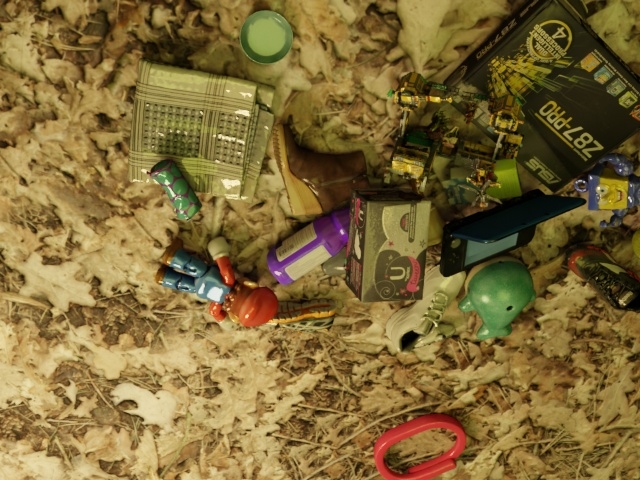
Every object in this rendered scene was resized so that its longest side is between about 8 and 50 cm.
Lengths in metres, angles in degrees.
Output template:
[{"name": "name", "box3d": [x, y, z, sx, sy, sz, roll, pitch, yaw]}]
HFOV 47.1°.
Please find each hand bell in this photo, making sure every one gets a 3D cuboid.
[{"name": "hand bell", "box3d": [0.243, -0.117, 1.827, 0.126, 0.126, 0.242, -17, 105, 4]}]

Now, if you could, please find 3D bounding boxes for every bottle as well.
[{"name": "bottle", "box3d": [0.000, 0.000, 1.842, 0.283, 0.118, 0.092, -33, 113, 10]}]

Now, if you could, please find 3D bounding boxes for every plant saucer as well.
[{"name": "plant saucer", "box3d": [-0.122, -0.457, 1.646, 0.119, 0.021, 0.119, -2, 118, -4]}]

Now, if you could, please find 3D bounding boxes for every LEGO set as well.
[{"name": "LEGO set", "box3d": [0.283, -0.213, 1.640, 0.331, 0.192, 0.255, 20, 140, 3]}]

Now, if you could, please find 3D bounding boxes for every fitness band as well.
[{"name": "fitness band", "box3d": [0.306, 0.636, 2.243, 0.291, 0.054, 0.209, -25, 114, 7]}]

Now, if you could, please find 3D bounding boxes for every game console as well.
[{"name": "game console", "box3d": [0.458, -0.002, 1.773, 0.293, 0.173, 0.250, -20, 135, -18]}]

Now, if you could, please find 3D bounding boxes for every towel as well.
[{"name": "towel", "box3d": [-0.281, -0.247, 1.725, 0.324, 0.056, 0.312, 9, 117, -10]}]

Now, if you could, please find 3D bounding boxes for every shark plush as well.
[{"name": "shark plush", "box3d": [0.303, 0.284, 2.055, 0.161, 0.073, 0.067, -43, 143, 12]}]

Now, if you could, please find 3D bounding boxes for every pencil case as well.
[{"name": "pencil case", "box3d": [-0.344, -0.119, 1.739, 0.070, 0.064, 0.152, -29, 119, -1]}]

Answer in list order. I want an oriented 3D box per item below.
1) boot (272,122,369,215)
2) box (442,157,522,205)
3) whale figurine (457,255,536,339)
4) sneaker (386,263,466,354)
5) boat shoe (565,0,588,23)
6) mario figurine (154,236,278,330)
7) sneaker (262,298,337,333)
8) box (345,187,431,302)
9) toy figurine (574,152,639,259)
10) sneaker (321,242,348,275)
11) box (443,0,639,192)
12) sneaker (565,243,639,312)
[{"name": "boot", "box3d": [0.003, -0.190, 1.778, 0.207, 0.090, 0.248, -18, 117, -9]}, {"name": "box", "box3d": [0.397, -0.142, 1.802, 0.178, 0.042, 0.109, -8, 144, 19]}, {"name": "whale figurine", "box3d": [0.479, 0.174, 1.957, 0.216, 0.141, 0.272, -7, 125, -5]}, {"name": "sneaker", "box3d": [0.293, 0.188, 1.959, 0.111, 0.129, 0.297, 28, 111, -16]}, {"name": "boat shoe", "box3d": [0.531, -0.558, 1.637, 0.206, 0.075, 0.065, 50, 61, -19]}, {"name": "mario figurine", "box3d": [-0.257, 0.113, 1.904, 0.320, 0.170, 0.198, 27, 149, -6]}, {"name": "sneaker", "box3d": [-0.061, 0.214, 1.972, 0.215, 0.084, 0.083, -3, 123, -4]}, {"name": "box", "box3d": [0.160, 0.010, 1.742, 0.163, 0.142, 0.247, -1, 107, -14]}, {"name": "toy figurine", "box3d": [0.760, -0.121, 1.860, 0.217, 0.191, 0.362, 7, 130, 26]}, {"name": "sneaker", "box3d": [0.108, 0.046, 1.885, 0.223, 0.098, 0.083, -22, 117, 7]}, {"name": "box", "box3d": [0.532, -0.335, 1.691, 0.395, 0.097, 0.318, 36, 125, -21]}, {"name": "sneaker", "box3d": [0.772, 0.107, 1.952, 0.276, 0.135, 0.097, 32, 113, -18]}]
